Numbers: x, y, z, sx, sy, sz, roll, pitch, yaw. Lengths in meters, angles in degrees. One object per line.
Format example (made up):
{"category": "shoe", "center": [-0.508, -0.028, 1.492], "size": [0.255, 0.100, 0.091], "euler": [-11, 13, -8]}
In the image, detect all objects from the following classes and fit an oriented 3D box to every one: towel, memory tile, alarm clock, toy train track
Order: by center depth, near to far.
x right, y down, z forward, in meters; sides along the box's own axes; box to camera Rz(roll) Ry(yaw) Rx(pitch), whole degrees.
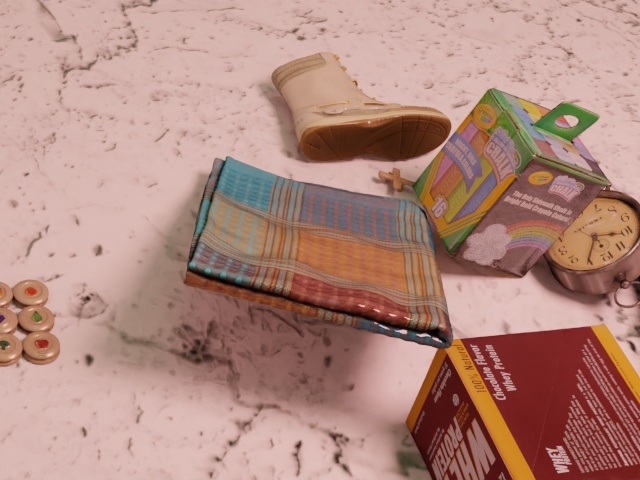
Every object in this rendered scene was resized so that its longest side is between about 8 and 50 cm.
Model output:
{"category": "memory tile", "center": [-0.340, 0.082, 1.187], "size": [0.148, 0.012, 0.113], "euler": [-3, 44, -21]}
{"category": "towel", "center": [0.000, 0.000, 1.274], "size": [0.271, 0.040, 0.370], "euler": [14, 18, -5]}
{"category": "alarm clock", "center": [0.340, 0.017, 1.421], "size": [0.129, 0.064, 0.192], "euler": [-28, 39, 7]}
{"category": "toy train track", "center": [0.112, -0.069, 1.514], "size": [0.083, 0.014, 0.048], "euler": [18, 33, -9]}

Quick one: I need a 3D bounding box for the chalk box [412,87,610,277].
{"category": "chalk box", "center": [0.234, -0.084, 1.398], "size": [0.132, 0.213, 0.132], "euler": [16, 34, -36]}

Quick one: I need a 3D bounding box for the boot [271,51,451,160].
{"category": "boot", "center": [0.053, -0.181, 1.570], "size": [0.213, 0.077, 0.165], "euler": [-5, 44, -20]}

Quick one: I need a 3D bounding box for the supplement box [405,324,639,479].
{"category": "supplement box", "center": [0.219, 0.200, 1.161], "size": [0.194, 0.129, 0.191], "euler": [-4, 45, -23]}

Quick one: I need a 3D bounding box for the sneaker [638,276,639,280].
{"category": "sneaker", "center": [0.427, 0.066, 1.411], "size": [0.108, 0.100, 0.272], "euler": [-8, 46, -19]}
